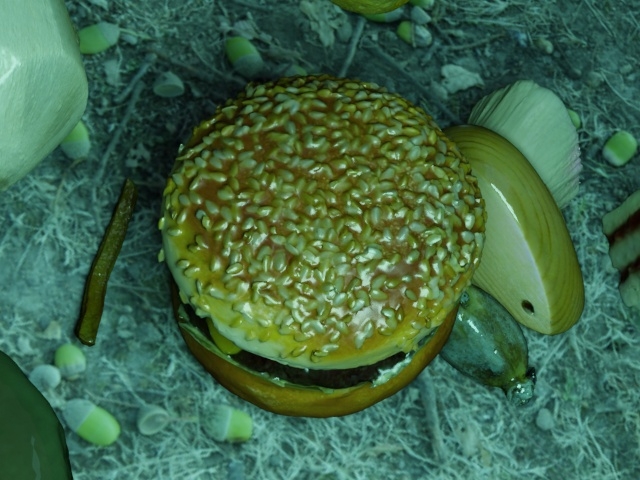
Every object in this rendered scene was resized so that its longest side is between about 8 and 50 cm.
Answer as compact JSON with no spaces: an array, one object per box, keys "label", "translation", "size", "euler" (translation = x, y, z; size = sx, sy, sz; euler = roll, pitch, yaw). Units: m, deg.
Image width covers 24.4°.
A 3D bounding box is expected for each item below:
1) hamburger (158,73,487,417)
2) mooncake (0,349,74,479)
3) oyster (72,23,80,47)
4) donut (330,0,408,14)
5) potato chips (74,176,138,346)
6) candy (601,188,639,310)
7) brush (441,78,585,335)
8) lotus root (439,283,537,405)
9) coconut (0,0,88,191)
[{"label":"hamburger","translation":[0.000,0.000,1.495],"size":[0.330,0.250,0.330],"euler":[-1,65,1]},{"label":"mooncake","translation":[-0.396,0.254,1.331],"size":[0.356,0.194,0.356],"euler":[2,62,-4]},{"label":"oyster","translation":[-0.310,-0.232,1.656],"size":[0.083,0.038,0.081],"euler":[0,69,-17]},{"label":"donut","translation":[0.070,-0.346,1.792],"size":[0.146,0.078,0.181],"euler":[11,59,-12]},{"label":"potato chips","translation":[-0.227,0.024,1.572],"size":[0.026,0.037,0.204],"euler":[23,58,-16]},{"label":"candy","translation":[0.470,-0.033,1.631],"size":[0.179,0.321,0.135],"euler":[-8,73,-23]},{"label":"brush","translation":[0.225,-0.031,1.654],"size":[0.166,0.174,0.267],"euler":[-34,89,-35]},{"label":"lotus root","translation":[0.177,0.109,1.621],"size":[0.165,0.088,0.088],"euler":[46,63,-1]},{"label":"coconut","translation":[-0.357,-0.165,1.504],"size":[0.237,0.237,0.266],"euler":[-5,69,-17]}]
